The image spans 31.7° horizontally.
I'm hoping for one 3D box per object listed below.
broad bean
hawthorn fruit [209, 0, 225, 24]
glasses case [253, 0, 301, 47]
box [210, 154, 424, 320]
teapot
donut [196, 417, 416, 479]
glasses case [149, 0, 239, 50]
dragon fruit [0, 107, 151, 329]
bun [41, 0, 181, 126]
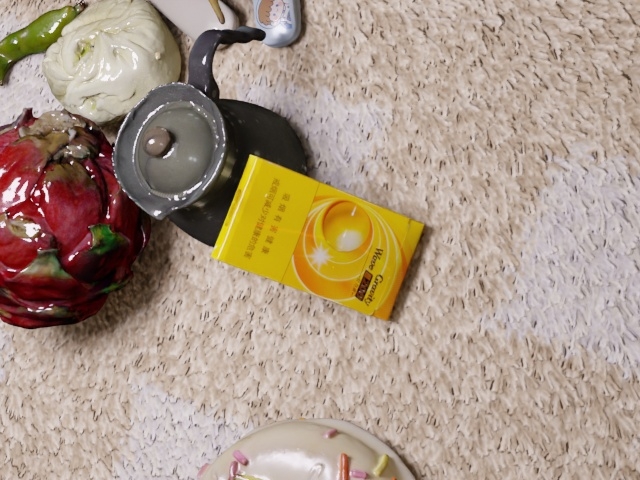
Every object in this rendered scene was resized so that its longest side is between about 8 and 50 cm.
[{"bbox_3d":[-0.480,-0.339,1.897,0.214,0.048,0.070,-35,67,15],"label":"broad bean"},{"bbox_3d":[-0.185,-0.481,1.660,0.287,0.287,0.330,-7,104,22],"label":"hawthorn fruit"},{"bbox_3d":[-0.069,-0.383,1.728,0.067,0.045,0.178,-10,79,24],"label":"glasses case"},{"bbox_3d":[0.000,0.000,1.548,0.269,0.043,0.152,20,92,-20],"label":"box"},{"bbox_3d":[-0.142,-0.139,1.591,0.305,0.285,0.223,-49,68,11],"label":"teapot"},{"bbox_3d":[-0.030,0.430,1.538,0.383,0.142,0.382,-3,82,23],"label":"donut"},{"bbox_3d":[-0.210,-0.377,1.784,0.204,0.051,0.081,45,100,23],"label":"glasses case"},{"bbox_3d":[-0.410,-0.027,1.685,0.329,0.329,0.329,-4,81,23],"label":"dragon fruit"},{"bbox_3d":[-0.338,-0.285,1.779,0.229,0.145,0.229,-3,83,26],"label":"bun"}]
